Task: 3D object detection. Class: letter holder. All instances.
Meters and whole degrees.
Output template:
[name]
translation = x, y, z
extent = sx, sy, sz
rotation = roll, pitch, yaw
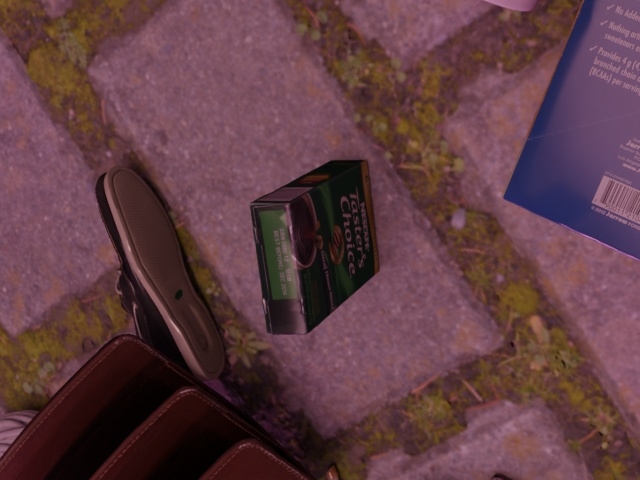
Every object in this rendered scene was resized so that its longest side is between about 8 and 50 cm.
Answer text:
[letter holder]
translation = -0.186, 0.267, 0.993
extent = 0.302, 0.214, 0.152
rotation = -51, 38, -5

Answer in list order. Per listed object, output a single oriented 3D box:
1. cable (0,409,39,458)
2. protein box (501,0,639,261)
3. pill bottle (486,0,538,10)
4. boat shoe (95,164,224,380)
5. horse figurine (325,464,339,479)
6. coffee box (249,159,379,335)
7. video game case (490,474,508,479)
[cable]
translation = -0.323, 0.314, 1.184
extent = 0.257, 0.089, 0.257
rotation = 1, 82, 43
[protein box]
translation = 0.275, -0.094, 0.809
extent = 0.199, 0.136, 0.201
rotation = 26, 114, 16
[pill bottle]
translation = 0.161, -0.313, 0.789
extent = 0.153, 0.153, 0.265
rotation = 32, 115, 14
[boat shoe]
translation = -0.176, 0.041, 1.088
extent = 0.079, 0.084, 0.233
rotation = -17, 100, 27
[horse figurine]
translation = -0.044, 0.340, 1.125
extent = 0.263, 0.066, 0.175
rotation = -21, 89, 26
[coffee box]
translation = 0.000, 0.000, 0.937
extent = 0.040, 0.184, 0.113
rotation = -2, 103, 22
[video game case]
translation = 0.222, 0.362, 1.020
extent = 0.210, 0.042, 0.232
rotation = 22, 113, 18
